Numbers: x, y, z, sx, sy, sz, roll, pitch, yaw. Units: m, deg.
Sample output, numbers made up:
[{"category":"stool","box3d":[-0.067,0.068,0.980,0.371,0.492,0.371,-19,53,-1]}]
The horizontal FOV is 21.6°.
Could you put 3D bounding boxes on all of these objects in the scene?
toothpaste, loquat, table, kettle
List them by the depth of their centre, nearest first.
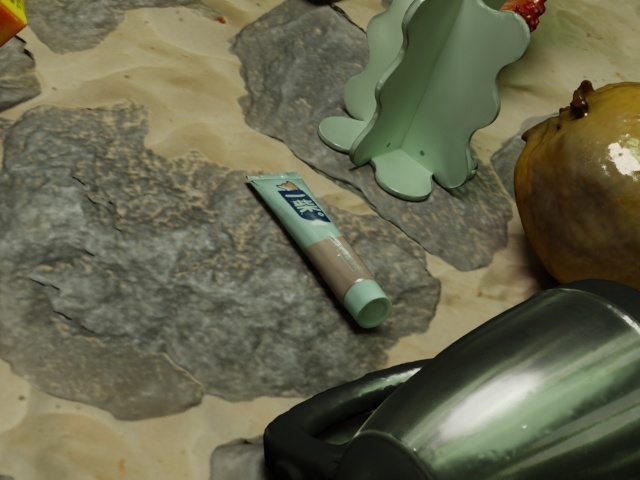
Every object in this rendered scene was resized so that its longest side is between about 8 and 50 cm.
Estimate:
[{"category":"kettle","box3d":[0.113,0.146,1.192,0.271,0.207,0.251,-20,59,-35]},{"category":"toothpaste","box3d":[0.000,0.000,1.464,0.056,0.036,0.205,-1,37,-32]},{"category":"loquat","box3d":[0.293,-0.033,1.535,0.238,0.193,0.238,14,57,-23]},{"category":"table","box3d":[0.107,-0.165,1.596,0.166,0.198,0.166,15,35,-11]}]

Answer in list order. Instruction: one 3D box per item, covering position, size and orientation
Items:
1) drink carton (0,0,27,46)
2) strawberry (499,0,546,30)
[{"category":"drink carton","box3d":[-0.412,-0.263,1.342,0.351,0.154,0.111,42,18,-35]},{"category":"strawberry","box3d":[0.154,-0.228,1.812,0.167,0.087,0.208,8,29,25]}]
